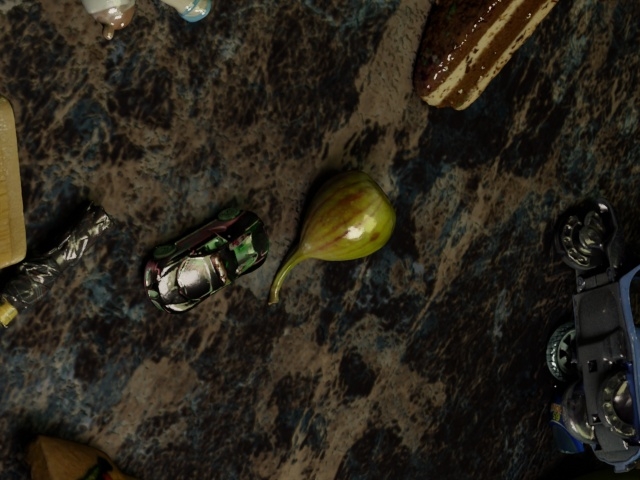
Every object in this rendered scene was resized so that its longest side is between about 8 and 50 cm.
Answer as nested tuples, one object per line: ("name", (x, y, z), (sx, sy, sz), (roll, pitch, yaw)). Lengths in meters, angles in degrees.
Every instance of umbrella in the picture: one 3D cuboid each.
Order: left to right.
("umbrella", (-0.248, 0.021, 1.331), (0.040, 0.037, 0.144), (47, 70, -12))

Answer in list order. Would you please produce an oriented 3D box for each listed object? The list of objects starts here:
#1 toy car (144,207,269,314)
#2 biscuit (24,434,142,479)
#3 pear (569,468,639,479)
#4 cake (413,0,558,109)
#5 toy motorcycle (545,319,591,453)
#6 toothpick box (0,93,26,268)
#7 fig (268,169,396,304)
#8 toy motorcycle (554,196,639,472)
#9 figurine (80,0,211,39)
("toy car", (-0.109, 0.022, 1.444), (0.142, 0.055, 0.069), (-32, 122, -31))
("biscuit", (-0.181, 0.304, 1.388), (0.043, 0.278, 0.301), (-30, 111, 14))
("pear", (0.429, 0.472, 1.892), (0.391, 0.391, 0.391), (-17, 117, -37))
("cake", (0.202, -0.248, 1.563), (0.112, 0.135, 0.246), (12, 98, -45))
("toy motorcycle", (0.403, 0.226, 1.938), (0.315, 0.113, 0.169), (27, 84, -28))
("toothpick box", (-0.395, -0.023, 1.091), (0.308, 0.187, 0.190), (-19, 118, -40))
("fig", (0.010, 0.002, 1.521), (0.166, 0.093, 0.093), (-49, 132, -15))
("toy motorcycle", (0.402, 0.121, 1.831), (0.212, 0.125, 0.358), (-1, 80, -25))
("figurine", (-0.187, -0.257, 1.223), (0.260, 0.103, 0.205), (40, 53, -47))
